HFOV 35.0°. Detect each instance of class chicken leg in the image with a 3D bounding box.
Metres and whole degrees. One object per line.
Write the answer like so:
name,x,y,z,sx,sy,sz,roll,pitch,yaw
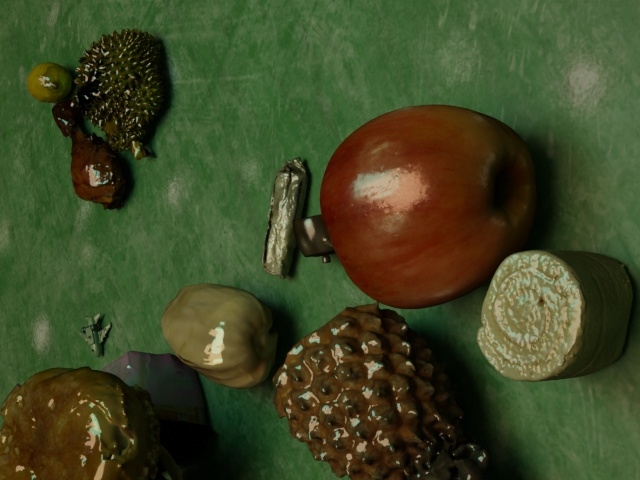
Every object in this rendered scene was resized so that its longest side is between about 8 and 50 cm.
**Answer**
chicken leg,-0.452,-0.170,1.928,0.304,0.093,0.113,51,132,40

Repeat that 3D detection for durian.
durian,-0.368,-0.260,1.810,0.193,0.138,0.237,-27,68,40

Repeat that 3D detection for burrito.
burrito,-0.056,-0.036,1.546,0.058,0.045,0.188,11,92,19

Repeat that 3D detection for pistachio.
pistachio,-0.156,0.144,1.549,0.230,0.157,0.157,16,98,51

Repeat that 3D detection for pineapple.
pineapple,0.115,0.255,1.250,0.357,0.223,0.223,46,118,23

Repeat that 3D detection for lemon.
lemon,-0.543,-0.315,2.028,0.111,0.082,0.082,-1,86,51

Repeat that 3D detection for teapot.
teapot,0.000,0.000,1.470,0.121,0.076,0.068,158,102,-70

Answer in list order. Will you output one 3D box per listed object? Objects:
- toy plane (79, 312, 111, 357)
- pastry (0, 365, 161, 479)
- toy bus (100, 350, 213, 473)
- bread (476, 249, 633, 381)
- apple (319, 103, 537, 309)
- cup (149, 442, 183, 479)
toy plane,-0.423,0.178,1.896,0.080,0.033,0.083,-17,74,28
pastry,-0.341,0.310,1.477,0.311,0.162,0.255,0,82,41
toy bus,-0.359,0.325,1.737,0.386,0.171,0.162,-34,49,36
bread,0.269,0.084,1.145,0.134,0.141,0.148,34,111,37
apple,0.134,-0.042,1.227,0.241,0.242,0.242,-18,74,40
cup,-0.239,0.447,1.548,0.256,0.255,0.178,11,53,43
